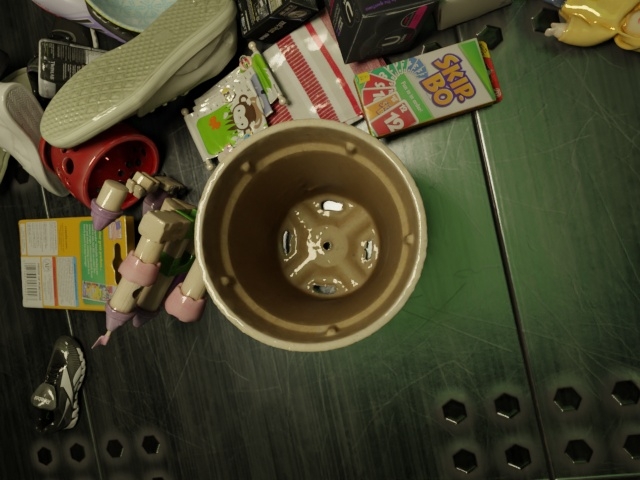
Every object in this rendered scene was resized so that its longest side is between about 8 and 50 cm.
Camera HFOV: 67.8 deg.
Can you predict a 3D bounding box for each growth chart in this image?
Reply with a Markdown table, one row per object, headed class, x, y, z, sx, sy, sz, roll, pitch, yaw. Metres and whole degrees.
| class | x | y | z | sx | sy | sz | roll | pitch | yaw |
| --- | --- | --- | --- | --- | --- | --- | --- | --- | --- |
| growth chart | -0.181 | -0.269 | 0.990 | 0.237 | 0.021 | 0.172 | -36 | 82 | 16 |

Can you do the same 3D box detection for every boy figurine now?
| class | x | y | z | sx | sy | sz | roll | pitch | yaw |
| --- | --- | --- | --- | --- | --- | --- | --- | --- | --- |
| boy figurine | 0.469 | -0.409 | 0.813 | 0.177 | 0.092 | 0.285 | -46 | 78 | 9 |

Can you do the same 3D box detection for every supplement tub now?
| class | x | y | z | sx | sy | sz | roll | pitch | yaw |
| --- | --- | --- | --- | --- | --- | --- | --- | --- | --- |
| supplement tub | -0.481 | -0.345 | 0.999 | 0.191 | 0.117 | 0.116 | 1 | 88 | -30 |

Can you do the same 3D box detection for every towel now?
| class | x | y | z | sx | sy | sz | roll | pitch | yaw |
| --- | --- | --- | --- | --- | --- | --- | --- | --- | --- |
| towel | -0.034 | -0.307 | 0.971 | 0.329 | 0.037 | 0.237 | -31 | 84 | 13 |

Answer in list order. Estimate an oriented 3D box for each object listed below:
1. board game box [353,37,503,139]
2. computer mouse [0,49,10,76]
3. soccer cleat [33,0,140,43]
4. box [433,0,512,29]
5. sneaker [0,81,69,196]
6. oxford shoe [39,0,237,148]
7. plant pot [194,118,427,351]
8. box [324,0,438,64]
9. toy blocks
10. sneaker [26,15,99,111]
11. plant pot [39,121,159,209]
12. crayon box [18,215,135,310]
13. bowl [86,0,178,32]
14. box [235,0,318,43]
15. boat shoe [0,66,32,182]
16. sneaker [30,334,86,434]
| class | x | y | z | sx | sy | sz | roll | pitch | yaw |
| --- | --- | --- | --- | --- | --- | --- | --- | --- | --- |
| board game box | 0.203 | -0.284 | 0.889 | 0.260 | 0.039 | 0.124 | -17 | 88 | -1 |
| computer mouse | -0.776 | -0.360 | 1.052 | 0.272 | 0.072 | 0.188 | -1 | 63 | 42 |
| soccer cleat | -0.522 | -0.515 | 1.026 | 0.318 | 0.108 | 0.116 | 30 | 145 | -20 |
| box | 0.236 | -0.564 | 0.848 | 0.148 | 0.121 | 0.310 | -18 | 88 | 13 |
| sneaker | -0.656 | -0.220 | 1.024 | 0.169 | 0.292 | 0.108 | 11 | 53 | 9 |
| oxford shoe | -0.332 | -0.316 | 0.933 | 0.449 | 0.130 | 0.169 | -42 | 64 | -12 |
| plant pot | 0.000 | 0.000 | 0.821 | 0.334 | 0.305 | 0.333 | 0 | 86 | 7 |
| box | 0.081 | -0.486 | 0.845 | 0.144 | 0.165 | 0.270 | -16 | 86 | -9 |
| toy blocks | -0.309 | 0.052 | 0.930 | 0.309 | 0.288 | 0.260 | 32 | 103 | 10 |
| sneaker | -0.579 | -0.392 | 1.058 | 0.107 | 0.124 | 0.283 | 4 | 93 | 13 |
| plant pot | -0.471 | -0.180 | 1.009 | 0.174 | 0.191 | 0.191 | 37 | 100 | 16 |
| crayon box | -0.523 | 0.050 | 1.062 | 0.323 | 0.083 | 0.203 | -1 | 92 | 24 |
| bowl | -0.367 | -0.582 | 0.966 | 0.289 | 0.290 | 0.156 | -57 | 36 | 10 |
| box | -0.097 | -0.506 | 0.926 | 0.147 | 0.078 | 0.180 | -14 | 88 | 44 |
| boat shoe | -0.755 | -0.263 | 1.115 | 0.113 | 0.127 | 0.340 | 36 | 101 | 36 |
| sneaker | -0.612 | 0.341 | 1.104 | 0.078 | 0.106 | 0.234 | 8 | 94 | 13 |
